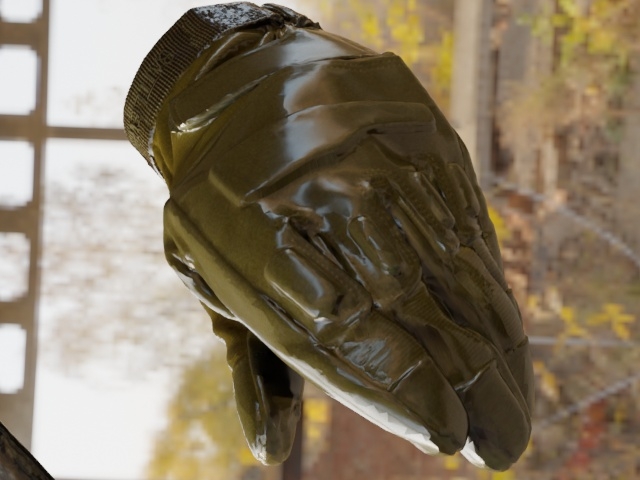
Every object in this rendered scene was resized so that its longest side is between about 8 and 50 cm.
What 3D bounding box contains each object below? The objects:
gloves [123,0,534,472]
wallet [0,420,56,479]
[{"bbox_3d":[-0.003,-0.014,0.807,0.331,0.154,0.141,-126,24,-51],"label":"gloves"},{"bbox_3d":[-0.138,0.124,0.702,0.156,0.082,0.018,49,-158,-18],"label":"wallet"}]
